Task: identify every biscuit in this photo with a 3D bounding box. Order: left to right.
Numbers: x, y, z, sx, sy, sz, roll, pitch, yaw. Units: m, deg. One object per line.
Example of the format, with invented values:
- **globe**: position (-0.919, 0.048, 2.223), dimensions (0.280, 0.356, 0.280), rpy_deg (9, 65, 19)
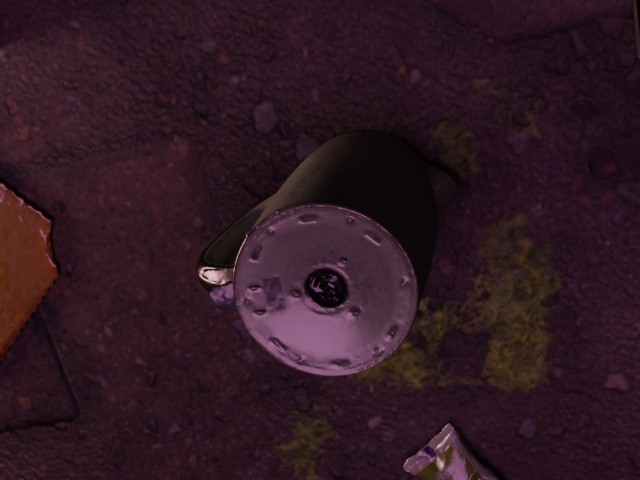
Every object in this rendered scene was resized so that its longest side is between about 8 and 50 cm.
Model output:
- **biscuit**: position (-0.412, 0.016, 1.633), dimensions (0.232, 0.013, 0.237), rpy_deg (37, 116, -2)

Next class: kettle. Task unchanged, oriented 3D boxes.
- **kettle**: position (0.000, 0.000, 1.388), dimensions (0.240, 0.255, 0.165), rpy_deg (-9, 112, 15)

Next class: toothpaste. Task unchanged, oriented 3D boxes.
- **toothpaste**: position (0.200, 0.302, 1.581), dimensions (0.248, 0.047, 0.078), rpy_deg (43, 111, -3)

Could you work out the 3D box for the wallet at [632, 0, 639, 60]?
- **wallet**: position (0.352, -0.216, 1.337), dimensions (0.137, 0.031, 0.255), rpy_deg (-7, 109, 17)
